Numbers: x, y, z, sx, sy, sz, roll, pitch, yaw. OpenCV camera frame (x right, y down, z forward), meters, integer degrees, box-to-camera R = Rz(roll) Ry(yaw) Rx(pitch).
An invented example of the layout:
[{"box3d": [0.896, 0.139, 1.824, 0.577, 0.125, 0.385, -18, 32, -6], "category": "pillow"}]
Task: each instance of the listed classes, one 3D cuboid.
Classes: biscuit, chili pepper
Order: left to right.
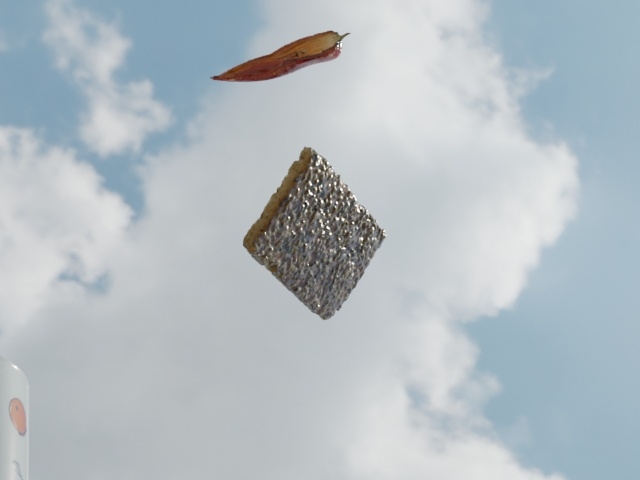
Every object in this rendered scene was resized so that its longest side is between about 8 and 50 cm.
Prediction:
[{"box3d": [-0.046, -0.213, 1.590, 0.178, 0.027, 0.045, -17, -136, 5], "category": "chili pepper"}, {"box3d": [0.000, 0.000, 1.431, 0.025, 0.231, 0.131, 29, -98, 31], "category": "biscuit"}]

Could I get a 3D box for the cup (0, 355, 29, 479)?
[{"box3d": [-0.426, 0.299, 1.456, 0.212, 0.212, 0.317, -24, -128, 20], "category": "cup"}]
